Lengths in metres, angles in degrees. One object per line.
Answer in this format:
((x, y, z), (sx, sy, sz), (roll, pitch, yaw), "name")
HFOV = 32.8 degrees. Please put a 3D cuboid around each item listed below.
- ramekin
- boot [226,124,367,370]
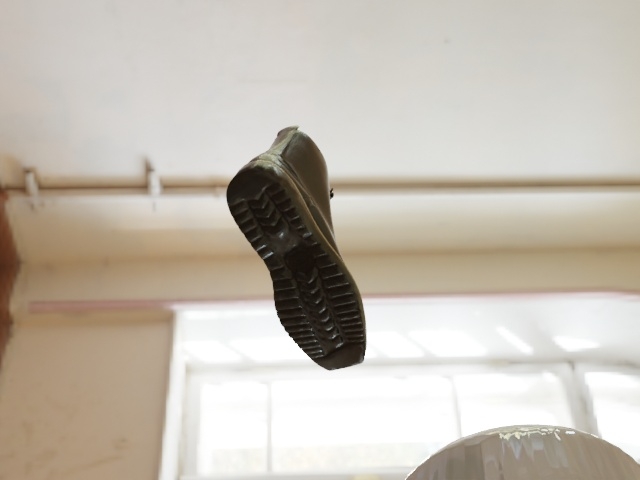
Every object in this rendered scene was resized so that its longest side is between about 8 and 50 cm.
((0.171, 0.269, 0.895), (0.127, 0.272, 0.273), (-89, 180, -54), "ramekin")
((0.000, 0.000, 0.954), (0.137, 0.076, 0.198), (-62, 133, -61), "boot")
